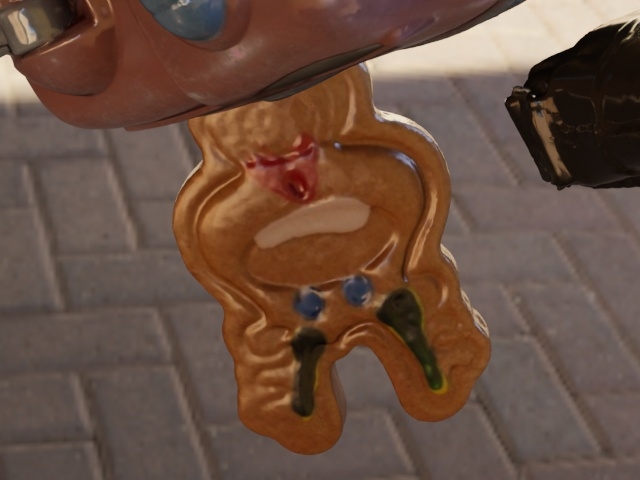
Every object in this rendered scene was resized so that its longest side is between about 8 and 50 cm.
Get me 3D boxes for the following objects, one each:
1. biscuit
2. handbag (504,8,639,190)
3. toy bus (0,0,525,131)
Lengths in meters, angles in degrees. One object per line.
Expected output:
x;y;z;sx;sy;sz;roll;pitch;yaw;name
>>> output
0.000;0.000;1.226;0.202;0.334;0.047;-13;21;7;biscuit
0.211;-0.097;0.607;0.247;0.080;0.223;-28;14;-29;handbag
-0.044;-0.155;0.855;0.294;0.197;0.232;-14;15;46;toy bus
